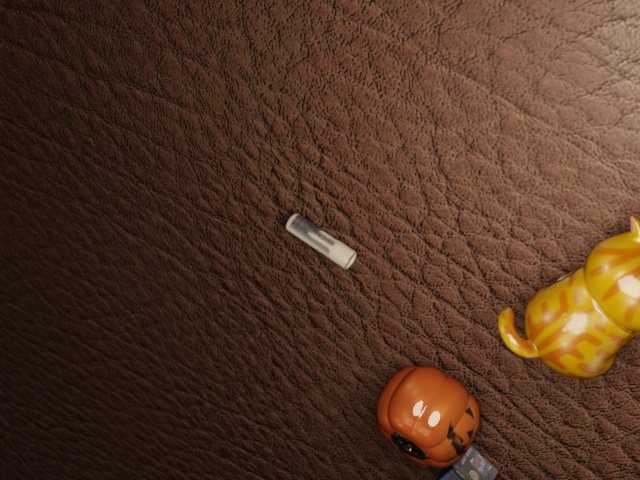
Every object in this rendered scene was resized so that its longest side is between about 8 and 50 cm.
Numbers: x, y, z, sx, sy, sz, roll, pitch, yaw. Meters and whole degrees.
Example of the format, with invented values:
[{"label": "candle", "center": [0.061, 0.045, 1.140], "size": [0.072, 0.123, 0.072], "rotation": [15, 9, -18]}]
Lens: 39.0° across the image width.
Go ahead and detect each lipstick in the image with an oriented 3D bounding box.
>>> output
[{"label": "lipstick", "center": [0.000, 0.000, 1.663], "size": [0.141, 0.040, 0.040], "rotation": [34, 129, 15]}]

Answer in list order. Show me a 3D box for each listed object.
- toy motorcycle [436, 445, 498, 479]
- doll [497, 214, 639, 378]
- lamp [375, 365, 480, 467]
[{"label": "toy motorcycle", "center": [0.349, 0.563, 1.685], "size": [0.358, 0.125, 0.212], "rotation": [41, 128, 7]}, {"label": "doll", "center": [0.425, 0.095, 1.361], "size": [0.269, 0.162, 0.166], "rotation": [-46, 71, 30]}, {"label": "lamp", "center": [0.197, 0.309, 1.626], "size": [0.188, 0.164, 0.187], "rotation": [31, 153, 18]}]
